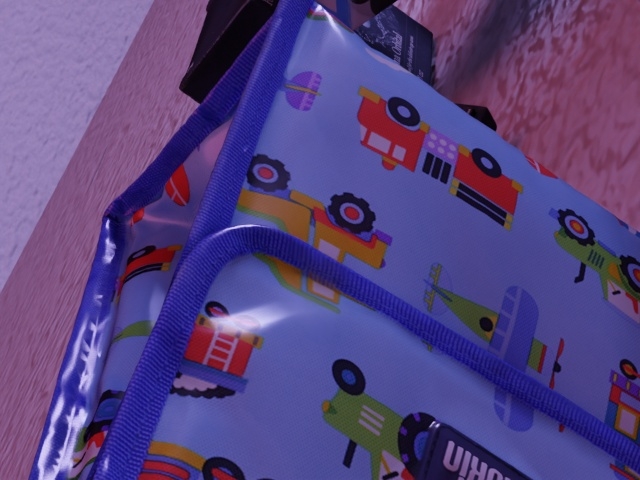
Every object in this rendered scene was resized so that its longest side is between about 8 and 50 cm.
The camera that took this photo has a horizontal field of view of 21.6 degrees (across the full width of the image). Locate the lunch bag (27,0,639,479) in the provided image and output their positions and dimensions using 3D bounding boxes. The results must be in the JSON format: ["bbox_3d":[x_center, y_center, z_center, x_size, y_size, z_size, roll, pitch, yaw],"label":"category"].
[{"bbox_3d":[0.025,0.083,0.541,0.138,0.221,0.293,-49,16,29],"label":"lunch bag"}]

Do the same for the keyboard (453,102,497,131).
[{"bbox_3d":[0.047,-0.011,0.946,0.023,0.108,0.180,76,-147,-50],"label":"keyboard"}]

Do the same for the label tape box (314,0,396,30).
[{"bbox_3d":[0.100,-0.331,1.119,0.333,0.106,0.241,-37,-35,-24],"label":"label tape box"}]

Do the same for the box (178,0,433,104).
[{"bbox_3d":[-0.005,-0.131,1.227,0.093,0.158,0.156,-49,17,27],"label":"box"}]
